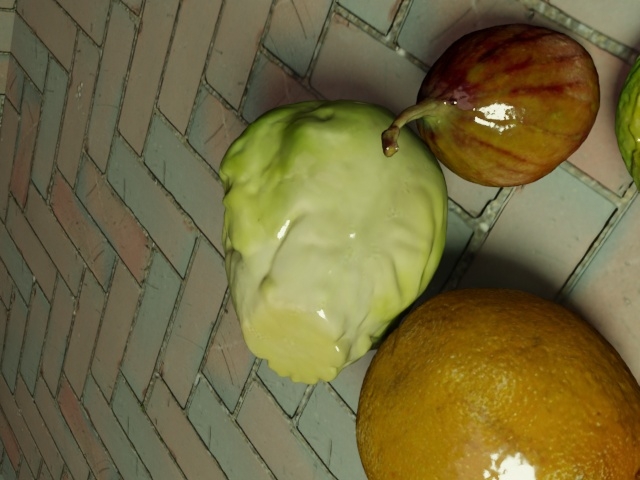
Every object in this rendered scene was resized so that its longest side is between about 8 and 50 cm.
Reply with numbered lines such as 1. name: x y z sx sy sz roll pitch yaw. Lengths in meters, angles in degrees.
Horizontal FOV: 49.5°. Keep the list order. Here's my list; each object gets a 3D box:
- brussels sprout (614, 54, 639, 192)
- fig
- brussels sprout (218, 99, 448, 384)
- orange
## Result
1. brussels sprout: 0.301 -0.084 0.535 0.139 0.101 0.180 -30 75 56
2. fig: 0.148 -0.127 0.645 0.149 0.202 0.148 159 117 -82
3. brussels sprout: 0.004 -0.013 0.727 0.243 0.316 0.273 18 107 0
4. orange: 0.155 0.168 0.625 0.264 0.264 0.264 10 104 46
